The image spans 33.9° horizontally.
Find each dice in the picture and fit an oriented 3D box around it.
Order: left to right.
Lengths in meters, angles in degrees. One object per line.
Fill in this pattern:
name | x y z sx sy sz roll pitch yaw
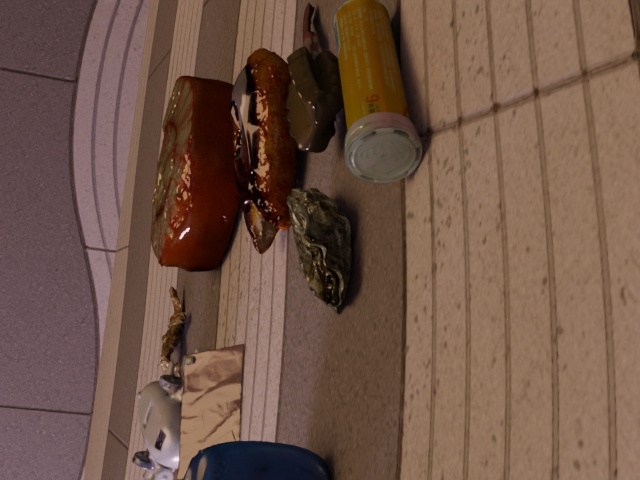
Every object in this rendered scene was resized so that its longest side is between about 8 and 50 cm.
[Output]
dice | -0.071 0.298 1.111 0.146 0.146 0.143 132 145 -54

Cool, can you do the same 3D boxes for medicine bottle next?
medicine bottle | 0.051 -0.158 1.056 0.074 0.074 0.218 116 157 -44

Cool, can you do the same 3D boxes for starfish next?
starfish | -0.286 0.177 1.991 0.150 0.053 0.209 128 148 -49

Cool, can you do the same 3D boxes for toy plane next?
toy plane | -0.226 0.283 1.658 0.244 0.117 0.244 -48 33 46

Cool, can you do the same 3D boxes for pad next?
pad | -0.160 0.247 1.523 0.113 0.006 0.187 -13 63 29

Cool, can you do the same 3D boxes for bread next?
bread | -0.209 -0.109 1.784 0.295 0.114 0.327 -134 55 -67
bread | -0.067 -0.122 1.402 0.139 0.095 0.268 140 121 -68

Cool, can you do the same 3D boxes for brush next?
brush | -0.013 -0.220 1.310 0.301 0.071 0.084 -95 18 -51

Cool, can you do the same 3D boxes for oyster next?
oyster | 0.000 0.000 1.171 0.125 0.064 0.177 98 160 -56
